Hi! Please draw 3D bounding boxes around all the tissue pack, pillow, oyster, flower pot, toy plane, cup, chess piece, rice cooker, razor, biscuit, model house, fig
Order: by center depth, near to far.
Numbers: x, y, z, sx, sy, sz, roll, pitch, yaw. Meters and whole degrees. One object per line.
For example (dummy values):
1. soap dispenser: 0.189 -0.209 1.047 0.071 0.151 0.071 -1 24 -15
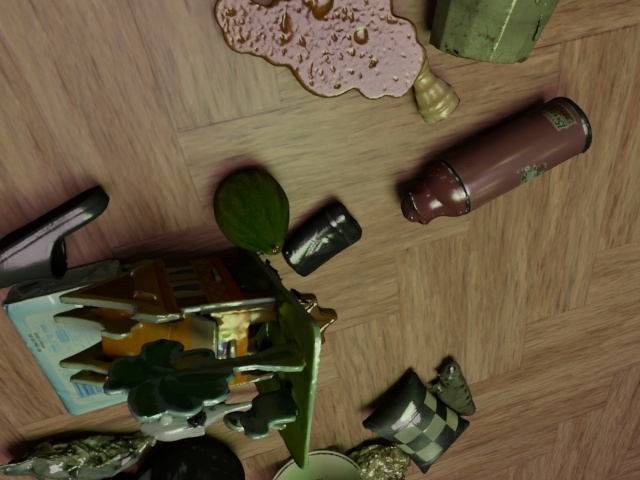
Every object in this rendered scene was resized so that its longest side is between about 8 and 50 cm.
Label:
1. flower pot: 0.246 -0.353 0.573 0.212 0.212 0.203 -3 128 -14
2. biscuit: 0.010 -0.298 0.606 0.294 0.044 0.186 27 114 -16
3. model house: -0.198 0.173 0.617 0.312 0.357 0.243 -6 113 -25
4. fig: -0.103 -0.036 0.681 0.123 0.156 0.123 -10 127 -14
5. chess piece: 0.165 -0.253 0.687 0.066 0.066 0.122 -38 117 8
6. tissue pack: -0.399 0.173 0.762 0.176 0.089 0.264 -14 120 -11
7. razor: 0.000 0.000 0.790 0.148 0.054 0.090 -36 122 8
8. biscuit: -0.067 0.184 0.892 0.215 0.034 0.182 -15 123 -7
9. oyster: -0.511 0.452 0.893 0.251 0.087 0.199 -29 133 11
10. toy plane: -0.231 0.371 0.916 0.272 0.107 0.182 14 120 -28
11. rice cooker: -0.295 0.583 0.951 0.266 0.225 0.268 -8 122 -13
12. cup: 0.007 0.719 1.085 0.252 0.253 0.274 -11 116 -9
13. pillow: 0.246 0.463 1.092 0.186 0.106 0.250 -45 109 1
14. pillow: 0.342 0.398 1.125 0.093 0.051 0.241 -23 125 9
15. oyster: 0.150 0.641 1.194 0.198 0.092 0.260 35 109 -26

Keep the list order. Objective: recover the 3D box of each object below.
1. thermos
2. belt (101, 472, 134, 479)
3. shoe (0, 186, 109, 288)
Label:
1. thermos: 0.292 -0.127 0.779 0.329 0.136 0.110 -28 96 1
2. belt: -0.474 0.605 1.013 0.105 0.058 0.140 -6 118 -19
3. shoe: -0.411 0.016 0.654 0.240 0.108 0.093 -32 120 0
